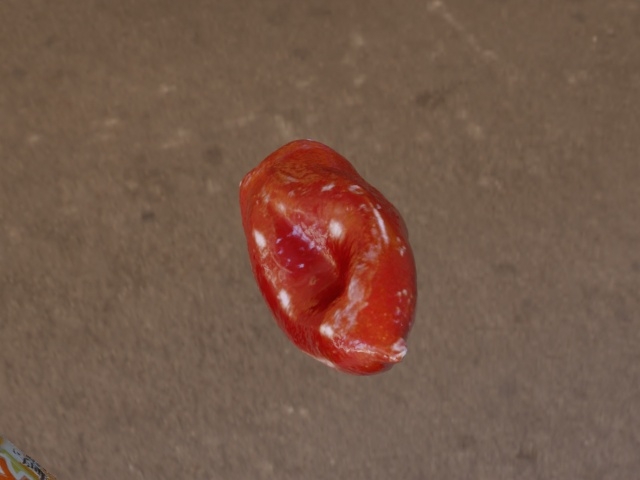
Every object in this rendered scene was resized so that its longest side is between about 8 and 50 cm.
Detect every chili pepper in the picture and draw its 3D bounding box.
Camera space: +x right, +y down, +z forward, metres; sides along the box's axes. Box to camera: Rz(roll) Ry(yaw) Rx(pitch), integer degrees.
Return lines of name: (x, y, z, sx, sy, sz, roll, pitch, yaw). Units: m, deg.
chili pepper: (-0.001, 0.000, 0.489, 0.059, 0.050, 0.191, -46, 24, 7)

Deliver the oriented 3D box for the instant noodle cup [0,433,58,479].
instant noodle cup: (-0.251, 0.194, 0.681, 0.214, 0.296, 0.296, 44, 65, 2)
